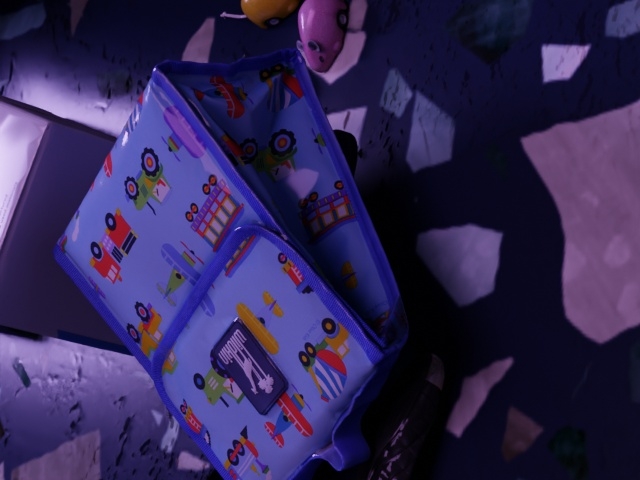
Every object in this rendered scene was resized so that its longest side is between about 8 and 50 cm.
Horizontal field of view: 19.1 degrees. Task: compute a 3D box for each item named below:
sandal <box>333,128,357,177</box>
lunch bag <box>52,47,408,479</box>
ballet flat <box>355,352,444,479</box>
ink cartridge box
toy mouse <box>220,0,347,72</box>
[{"bbox_3d":[0.000,0.000,1.442,0.067,0.040,0.179,33,116,51],"label":"sandal"},{"bbox_3d":[-0.043,0.044,1.379,0.293,0.138,0.221,58,136,24],"label":"lunch bag"},{"bbox_3d":[0.054,0.163,1.338,0.173,0.049,0.057,-71,16,-5],"label":"ballet flat"},{"bbox_3d":[-0.254,-0.027,1.601,0.232,0.171,0.168,23,94,47],"label":"ink cartridge box"},{"bbox_3d":[-0.028,-0.155,1.516,0.161,0.031,0.143,-25,61,37],"label":"toy mouse"}]
